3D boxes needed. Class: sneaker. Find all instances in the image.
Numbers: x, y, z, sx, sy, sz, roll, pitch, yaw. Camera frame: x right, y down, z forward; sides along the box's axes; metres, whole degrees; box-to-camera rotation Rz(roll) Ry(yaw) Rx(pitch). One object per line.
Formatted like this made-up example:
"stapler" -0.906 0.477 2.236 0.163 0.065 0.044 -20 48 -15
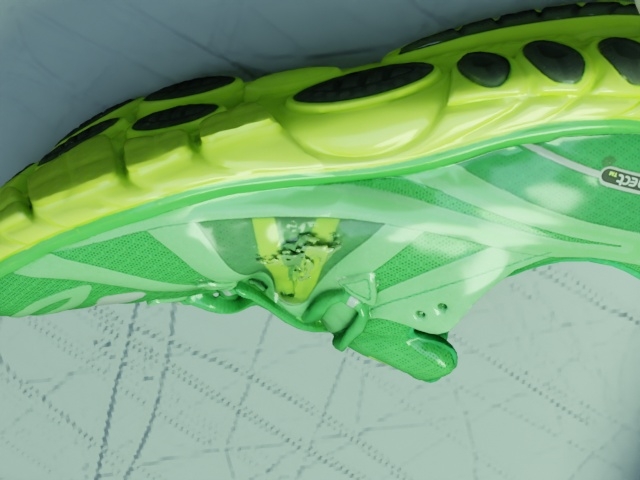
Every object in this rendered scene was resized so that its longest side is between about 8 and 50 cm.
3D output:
"sneaker" 0.000 0.000 0.707 0.295 0.109 0.123 -9 110 18

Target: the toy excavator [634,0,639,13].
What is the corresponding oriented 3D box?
"toy excavator" 0.043 -0.224 0.470 0.445 0.222 0.433 -1 116 -19
